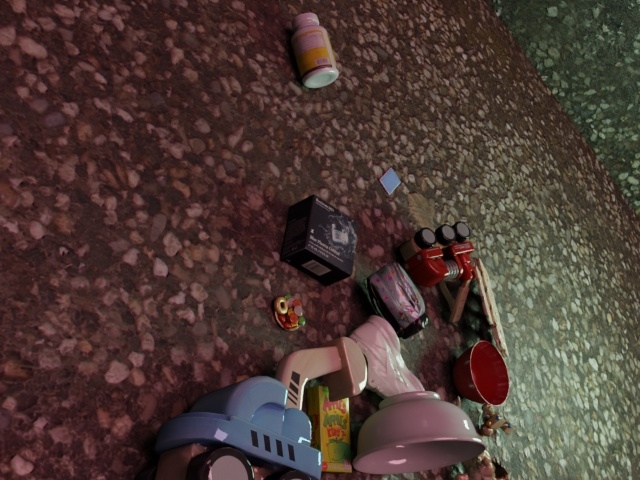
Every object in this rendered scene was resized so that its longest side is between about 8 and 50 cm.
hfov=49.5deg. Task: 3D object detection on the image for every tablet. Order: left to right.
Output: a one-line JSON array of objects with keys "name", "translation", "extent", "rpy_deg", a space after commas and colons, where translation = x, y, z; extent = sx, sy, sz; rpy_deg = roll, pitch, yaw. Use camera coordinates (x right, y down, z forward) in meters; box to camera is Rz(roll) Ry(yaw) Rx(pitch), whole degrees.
[{"name": "tablet", "translation": [0.203, -0.173, 2.025], "extent": [0.054, 0.006, 0.083], "rpy_deg": [55, 44, -12]}]

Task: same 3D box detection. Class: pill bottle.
[{"name": "pill bottle", "translation": [-0.021, -0.517, 1.885], "extent": [0.103, 0.103, 0.184], "rpy_deg": [-4, 75, -46]}]

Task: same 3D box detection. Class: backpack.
[{"name": "backpack", "translation": [0.194, 0.149, 1.754], "extent": [0.115, 0.152, 0.181], "rpy_deg": [-31, 87, -4]}]

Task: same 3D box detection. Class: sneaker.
[{"name": "sneaker", "translation": [0.151, 0.340, 1.683], "extent": [0.152, 0.114, 0.305], "rpy_deg": [-31, 96, -28]}]

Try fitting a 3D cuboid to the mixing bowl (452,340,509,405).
[{"name": "mixing bowl", "translation": [0.434, 0.378, 1.934], "extent": [0.182, 0.098, 0.181], "rpy_deg": [22, 56, -38]}]

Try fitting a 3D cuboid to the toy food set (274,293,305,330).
[{"name": "toy food set", "translation": [-0.071, 0.164, 1.579], "extent": [0.083, 0.020, 0.083], "rpy_deg": [-10, 79, -47]}]

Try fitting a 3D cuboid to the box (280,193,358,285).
[{"name": "box", "translation": [0.000, 0.000, 1.674], "extent": [0.156, 0.093, 0.158], "rpy_deg": [31, 51, -32]}]

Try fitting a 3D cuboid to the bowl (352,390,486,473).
[{"name": "bowl", "translation": [0.211, 0.423, 1.554], "extent": [0.298, 0.298, 0.134], "rpy_deg": [20, 51, -38]}]

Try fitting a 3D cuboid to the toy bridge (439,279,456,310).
[{"name": "toy bridge", "translation": [0.375, 0.116, 2.050], "extent": [0.063, 0.026, 0.188], "rpy_deg": [8, 66, -42]}]

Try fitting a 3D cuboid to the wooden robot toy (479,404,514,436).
[{"name": "wooden robot toy", "translation": [0.475, 0.516, 1.951], "extent": [0.173, 0.079, 0.076], "rpy_deg": [39, 4, -46]}]

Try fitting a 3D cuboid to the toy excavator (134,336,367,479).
[{"name": "toy excavator", "translation": [-0.090, 0.338, 1.329], "extent": [0.433, 0.222, 0.444], "rpy_deg": [31, 51, -31]}]

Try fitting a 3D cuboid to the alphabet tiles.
[{"name": "alphabet tiles", "translation": [0.507, 0.198, 2.055], "extent": [0.278, 0.021, 0.284], "rpy_deg": [48, 30, -53]}]

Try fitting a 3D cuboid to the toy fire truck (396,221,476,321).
[{"name": "toy fire truck", "translation": [0.344, 0.097, 1.940], "extent": [0.217, 0.158, 0.246], "rpy_deg": [-9, 68, -38]}]

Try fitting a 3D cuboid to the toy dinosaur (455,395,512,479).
[{"name": "toy dinosaur", "translation": [0.403, 0.561, 1.811], "extent": [0.200, 0.127, 0.295], "rpy_deg": [11, 52, -51]}]

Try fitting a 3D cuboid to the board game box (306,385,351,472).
[{"name": "board game box", "translation": [0.019, 0.419, 1.534], "extent": [0.092, 0.043, 0.181], "rpy_deg": [18, 60, -39]}]
